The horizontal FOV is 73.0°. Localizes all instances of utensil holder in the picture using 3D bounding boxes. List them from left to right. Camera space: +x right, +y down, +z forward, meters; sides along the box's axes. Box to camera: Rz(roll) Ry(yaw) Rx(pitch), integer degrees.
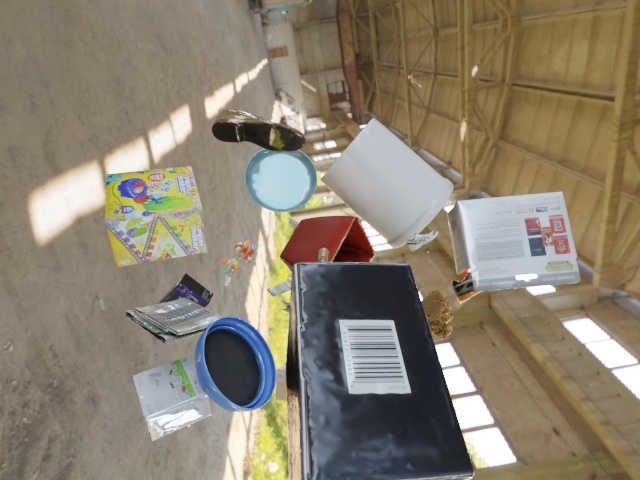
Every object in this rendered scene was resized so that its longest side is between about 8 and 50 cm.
[{"bbox_3d":[0.240,-0.216,1.627,0.385,0.327,0.327,41,3,-4],"label":"utensil holder"}]

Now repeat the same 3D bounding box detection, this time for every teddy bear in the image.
[{"bbox_3d":[0.297,0.277,1.475,0.113,0.338,0.245,35,29,-37],"label":"teddy bear"}]

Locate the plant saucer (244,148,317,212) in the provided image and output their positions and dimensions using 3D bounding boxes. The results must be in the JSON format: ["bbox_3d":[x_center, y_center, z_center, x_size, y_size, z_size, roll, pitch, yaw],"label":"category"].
[{"bbox_3d":[-0.174,-0.270,1.917,0.043,0.318,0.317,115,-34,-75],"label":"plant saucer"}]

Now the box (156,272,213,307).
[{"bbox_3d":[-0.706,0.321,2.207,0.184,0.261,0.103,42,19,-13],"label":"box"}]

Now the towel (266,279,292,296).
[{"bbox_3d":[-0.203,0.249,2.309,0.113,0.152,0.023,29,-44,62],"label":"towel"}]

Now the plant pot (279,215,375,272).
[{"bbox_3d":[0.014,0.060,1.600,0.267,0.236,0.267,-60,146,-20],"label":"plant pot"}]

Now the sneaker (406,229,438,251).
[{"bbox_3d":[0.255,-0.007,1.089,0.037,0.083,0.032,57,16,3],"label":"sneaker"}]

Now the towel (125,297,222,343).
[{"bbox_3d":[-0.624,0.331,1.878,0.324,0.312,0.056,-8,114,-54],"label":"towel"}]

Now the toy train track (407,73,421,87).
[{"bbox_3d":[0.388,-0.659,1.798,0.014,0.083,0.048,-30,-130,43],"label":"toy train track"}]

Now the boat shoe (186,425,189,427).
[{"bbox_3d":[-0.629,0.741,1.997,0.096,0.098,0.277,-34,127,-45],"label":"boat shoe"}]

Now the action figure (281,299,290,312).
[{"bbox_3d":[-0.074,0.241,1.655,0.141,0.164,0.275,40,28,-5],"label":"action figure"}]

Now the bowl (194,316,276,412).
[{"bbox_3d":[-0.342,0.501,1.758,0.391,0.077,0.391,42,29,-29],"label":"bowl"}]

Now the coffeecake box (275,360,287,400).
[{"bbox_3d":[-0.153,0.655,2.037,0.185,0.068,0.142,13,78,-80],"label":"coffeecake box"}]

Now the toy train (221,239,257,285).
[{"bbox_3d":[-0.257,0.055,1.321,0.046,0.166,0.125,35,21,-21],"label":"toy train"}]

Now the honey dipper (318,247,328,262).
[{"bbox_3d":[0.003,0.083,1.279,0.160,0.031,0.030,-81,166,-51],"label":"honey dipper"}]

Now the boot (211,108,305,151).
[{"bbox_3d":[-0.197,-0.379,1.446,0.112,0.306,0.115,106,-8,-47],"label":"boot"}]

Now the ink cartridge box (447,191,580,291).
[{"bbox_3d":[0.561,0.015,1.279,0.130,0.310,0.271,81,5,-75],"label":"ink cartridge box"}]

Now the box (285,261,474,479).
[{"bbox_3d":[0.072,0.379,1.003,0.479,0.298,0.471,-97,-168,-45],"label":"box"}]

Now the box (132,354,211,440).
[{"bbox_3d":[-0.585,0.604,1.696,0.262,0.231,0.126,34,-46,51],"label":"box"}]

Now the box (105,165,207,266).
[{"bbox_3d":[-0.541,-0.090,1.429,0.290,0.279,0.177,-121,-152,-46],"label":"box"}]

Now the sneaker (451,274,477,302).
[{"bbox_3d":[0.557,0.135,1.528,0.083,0.215,0.084,56,-18,18],"label":"sneaker"}]
